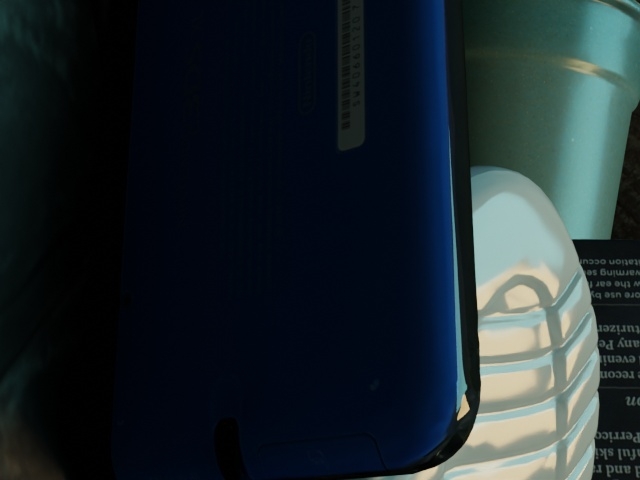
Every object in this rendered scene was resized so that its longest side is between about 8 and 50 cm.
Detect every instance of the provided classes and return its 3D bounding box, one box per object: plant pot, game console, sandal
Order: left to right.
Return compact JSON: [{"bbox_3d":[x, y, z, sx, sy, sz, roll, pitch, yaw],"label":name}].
[{"bbox_3d":[-0.008,-0.027,0.502,0.173,0.250,0.293,21,62,-49],"label":"game console"},{"bbox_3d":[0.059,0.166,0.559,0.169,0.102,0.416,-20,112,-39],"label":"sandal"},{"bbox_3d":[0.206,-0.088,1.259,0.341,0.341,0.334,44,51,-74],"label":"plant pot"}]

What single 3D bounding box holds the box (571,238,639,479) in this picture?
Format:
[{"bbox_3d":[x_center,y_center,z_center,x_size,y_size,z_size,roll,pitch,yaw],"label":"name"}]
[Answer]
[{"bbox_3d":[0.221,0.311,1.037,0.480,0.298,0.471,78,15,-61],"label":"box"}]
